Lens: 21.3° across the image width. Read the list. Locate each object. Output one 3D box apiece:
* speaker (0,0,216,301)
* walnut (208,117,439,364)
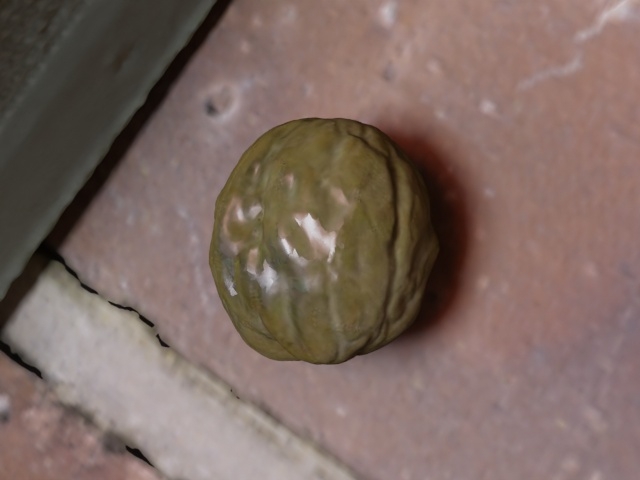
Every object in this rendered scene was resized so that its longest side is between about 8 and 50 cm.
[{"bbox_3d":[-0.153,-0.128,0.647,0.184,0.183,0.406,44,105,22],"label":"speaker"},{"bbox_3d":[0.000,0.000,0.602,0.092,0.092,0.092,-3,84,33],"label":"walnut"}]
